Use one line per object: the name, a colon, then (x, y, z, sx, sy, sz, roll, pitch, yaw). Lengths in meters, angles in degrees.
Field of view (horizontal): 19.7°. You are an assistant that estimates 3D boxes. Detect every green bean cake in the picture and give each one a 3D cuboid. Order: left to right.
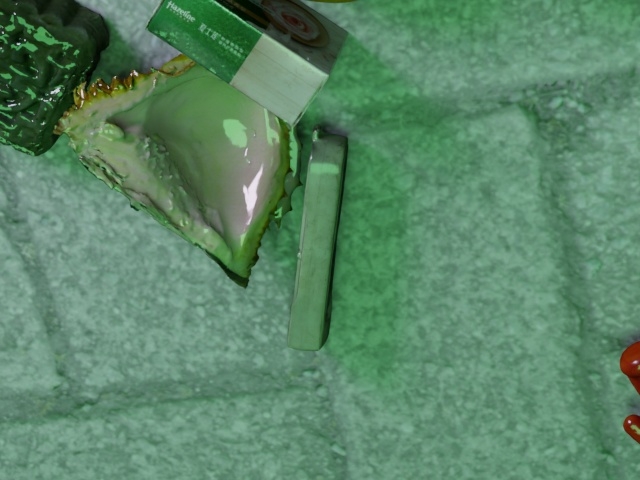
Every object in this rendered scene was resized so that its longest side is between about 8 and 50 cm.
green bean cake: (-0.354, -0.206, 2.097, 0.185, 0.094, 0.183, 26, 118, -8)

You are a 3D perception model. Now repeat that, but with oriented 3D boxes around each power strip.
power strip: (-0.003, -0.001, 2.133, 0.048, 0.080, 0.285, 7, 116, 2)

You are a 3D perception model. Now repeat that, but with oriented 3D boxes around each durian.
durian: (-0.128, -0.112, 2.067, 0.305, 0.185, 0.195, 42, 99, -19)

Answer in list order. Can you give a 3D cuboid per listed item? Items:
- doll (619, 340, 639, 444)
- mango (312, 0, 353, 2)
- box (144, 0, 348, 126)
doll: (0.479, 0.245, 2.141, 0.200, 0.105, 0.336, -26, 108, 22)
mango: (-0.063, -0.382, 1.913, 0.359, 0.144, 0.187, 39, 112, -6)
box: (-0.077, -0.227, 1.999, 0.199, 0.135, 0.081, 34, 118, -8)
